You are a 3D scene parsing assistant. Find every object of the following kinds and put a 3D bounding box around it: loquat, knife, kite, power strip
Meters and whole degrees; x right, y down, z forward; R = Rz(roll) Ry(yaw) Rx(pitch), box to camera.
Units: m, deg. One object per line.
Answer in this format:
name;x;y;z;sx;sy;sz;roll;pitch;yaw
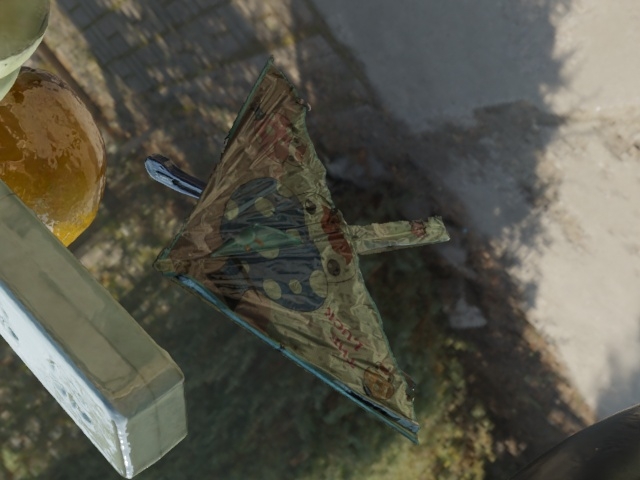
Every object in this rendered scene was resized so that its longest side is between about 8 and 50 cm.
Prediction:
loquat;-0.323;-0.086;1.084;0.187;0.175;0.234;-58;-38;-81
knife;-0.160;-0.071;1.186;0.121;0.018;0.031;25;124;24
kite;0.000;0.000;0.921;0.014;0.368;0.406;-34;71;43
power strip;-0.192;0.025;0.646;0.288;0.053;0.093;41;150;26

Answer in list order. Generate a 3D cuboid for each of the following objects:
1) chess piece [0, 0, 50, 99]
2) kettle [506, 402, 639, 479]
chess piece;-0.351;-0.106;0.793;0.182;0.182;0.330;46;133;1
kettle;0.185;0.189;0.584;0.207;0.271;0.251;32;147;29
